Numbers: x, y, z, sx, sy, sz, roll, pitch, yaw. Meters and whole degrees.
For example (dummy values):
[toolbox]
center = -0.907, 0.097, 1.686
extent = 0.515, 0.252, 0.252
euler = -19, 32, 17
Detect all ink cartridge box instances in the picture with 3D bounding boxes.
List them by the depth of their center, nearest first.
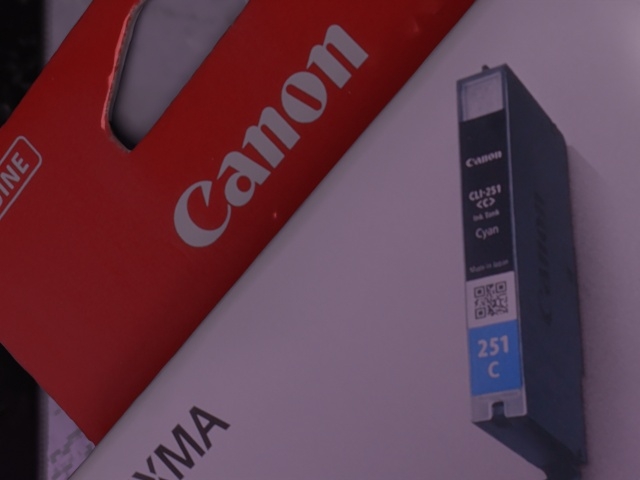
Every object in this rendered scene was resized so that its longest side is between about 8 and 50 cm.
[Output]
[ink cartridge box]
center = 0.000, 0.000, 0.509
extent = 0.261, 0.066, 0.296
euler = 45, 115, 10
